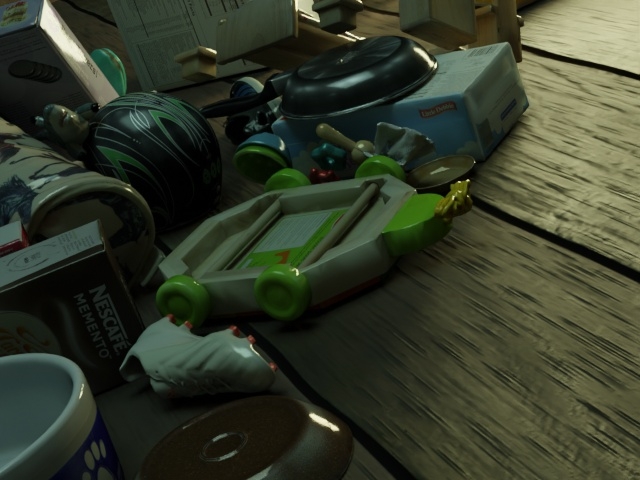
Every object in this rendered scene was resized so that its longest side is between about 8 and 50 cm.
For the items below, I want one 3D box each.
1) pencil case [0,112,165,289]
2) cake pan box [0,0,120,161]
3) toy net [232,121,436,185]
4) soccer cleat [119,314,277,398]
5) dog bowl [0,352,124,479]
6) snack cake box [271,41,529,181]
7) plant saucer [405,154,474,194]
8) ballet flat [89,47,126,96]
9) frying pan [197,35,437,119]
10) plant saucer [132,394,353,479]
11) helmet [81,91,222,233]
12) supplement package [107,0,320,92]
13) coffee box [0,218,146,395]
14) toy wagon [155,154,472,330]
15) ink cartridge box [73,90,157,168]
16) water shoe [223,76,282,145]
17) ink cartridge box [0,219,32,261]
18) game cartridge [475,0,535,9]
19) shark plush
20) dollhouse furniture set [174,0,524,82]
[{"bbox_3d":[-0.349,-0.047,1.719,0.183,0.160,0.410,10,12,-40],"label":"pencil case"},{"bbox_3d":[-0.416,-0.185,1.913,0.267,0.246,0.070,-14,48,19],"label":"cake pan box"},{"bbox_3d":[0.021,-0.082,1.656,0.232,0.122,0.045,0,54,26],"label":"toy net"},{"bbox_3d":[-0.111,0.117,1.330,0.076,0.068,0.196,-48,30,-23],"label":"soccer cleat"},{"bbox_3d":[-0.301,0.206,1.218,0.265,0.104,0.265,-18,20,7],"label":"dog bowl"},{"bbox_3d":[0.095,-0.149,1.751,0.264,0.089,0.152,-6,27,34],"label":"snack cake box"},{"bbox_3d":[0.133,-0.070,1.623,0.083,0.015,0.083,-18,21,7],"label":"plant saucer"},{"bbox_3d":[-0.355,-0.217,2.267,0.087,0.083,0.247,-38,-3,-19],"label":"ballet flat"},{"bbox_3d":[0.000,-0.202,1.788,0.197,0.053,0.326,-32,26,-31],"label":"frying pan"},{"bbox_3d":[-0.072,0.177,1.174,0.198,0.036,0.198,-18,22,7],"label":"plant saucer"},{"bbox_3d":[-0.208,-0.105,1.816,0.169,0.161,0.169,-18,21,7],"label":"helmet"},{"bbox_3d":[-0.177,-0.388,2.435,0.262,0.198,0.199,-9,23,27],"label":"supplement package"},{"bbox_3d":[-0.302,0.097,1.436,0.246,0.141,0.098,-23,21,-4],"label":"coffee box"},{"bbox_3d":[0.000,0.000,1.502,0.344,0.068,0.267,-6,25,31],"label":"toy wagon"},{"bbox_3d":[-0.363,-0.098,2.079,0.330,0.071,0.324,-21,21,-5],"label":"ink cartridge box"},{"bbox_3d":[-0.103,-0.173,2.015,0.080,0.073,0.203,-28,22,-14],"label":"water shoe"},{"bbox_3d":[-0.330,0.071,1.513,0.109,0.150,0.063,-22,25,-5],"label":"ink cartridge box"},{"bbox_3d":[0.355,-0.454,2.317,0.323,0.053,0.285,-29,22,-18],"label":"game cartridge"},{"bbox_3d":[-0.322,-0.146,1.797,0.067,0.073,0.161,18,2,-22],"label":"shark plush"},{"bbox_3d":[0.037,-0.305,1.931,0.355,0.174,0.303,-13,-16,40],"label":"dollhouse furniture set"}]
